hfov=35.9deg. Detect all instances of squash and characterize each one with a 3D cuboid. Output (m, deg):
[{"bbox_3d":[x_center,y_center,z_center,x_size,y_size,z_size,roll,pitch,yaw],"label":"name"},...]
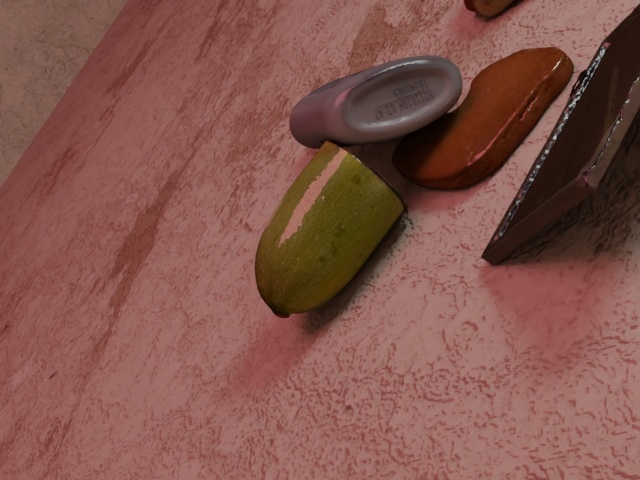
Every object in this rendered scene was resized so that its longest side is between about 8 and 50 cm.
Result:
[{"bbox_3d":[0.000,0.000,1.051,0.187,0.123,0.123,-55,26,-8],"label":"squash"}]

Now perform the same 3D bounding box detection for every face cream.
[{"bbox_3d":[0.043,-0.158,1.180,0.163,0.080,0.336,-21,8,-12],"label":"face cream"}]

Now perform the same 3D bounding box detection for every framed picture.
[{"bbox_3d":[0.239,-0.119,0.853,0.281,0.019,0.209,-58,1,-19],"label":"framed picture"}]

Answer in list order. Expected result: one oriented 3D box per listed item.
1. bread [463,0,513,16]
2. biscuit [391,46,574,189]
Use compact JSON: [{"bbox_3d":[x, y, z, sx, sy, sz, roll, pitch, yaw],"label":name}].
[{"bbox_3d":[0.224,-0.344,1.242,0.119,0.067,0.192,-46,25,2],"label":"bread"},{"bbox_3d":[0.166,-0.137,1.075,0.192,0.036,0.186,-50,24,-8],"label":"biscuit"}]
